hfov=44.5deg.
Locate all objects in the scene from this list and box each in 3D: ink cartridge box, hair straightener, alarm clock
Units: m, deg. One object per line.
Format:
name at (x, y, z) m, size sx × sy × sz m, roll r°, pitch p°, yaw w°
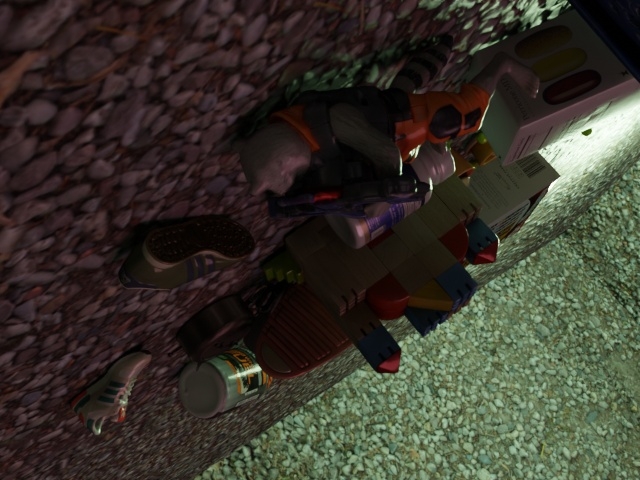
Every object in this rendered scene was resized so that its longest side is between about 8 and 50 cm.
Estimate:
ink cartridge box at (0.334, -0.055, 1.700) m, size 0.272 × 0.130 × 0.309 m, roll -33°, pitch 164°, yaw -12°
hair straightener at (-0.093, 0.124, 1.400) m, size 0.089 × 0.047 × 0.230 m, roll -23°, pitch 153°, yaw -44°
alarm clock at (-0.159, 0.140, 1.316) m, size 0.192 × 0.064 × 0.129 m, roll -44°, pitch 163°, yaw 12°

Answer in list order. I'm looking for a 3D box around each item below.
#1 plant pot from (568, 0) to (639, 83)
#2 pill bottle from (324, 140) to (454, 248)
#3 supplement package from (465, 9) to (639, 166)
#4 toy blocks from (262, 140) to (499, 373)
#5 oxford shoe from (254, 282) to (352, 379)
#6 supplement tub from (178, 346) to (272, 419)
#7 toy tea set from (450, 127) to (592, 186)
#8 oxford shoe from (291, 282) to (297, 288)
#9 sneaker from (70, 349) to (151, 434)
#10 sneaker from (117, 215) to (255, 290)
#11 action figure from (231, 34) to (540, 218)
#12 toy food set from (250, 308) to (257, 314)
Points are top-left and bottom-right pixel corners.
plant pot at (0.449, -0.338, 0.962) m, size 0.236 × 0.236 × 0.212 m, roll -36°, pitch 170°, yaw -6°
pill bottle at (0.096, -0.082, 1.134) m, size 0.186 × 0.112 × 0.112 m, roll -34°, pitch 164°, yaw -13°
supplement package at (0.351, -0.233, 1.136) m, size 0.244 × 0.139 × 0.134 m, roll -25°, pitch 163°, yaw -6°
toy blocks at (0.137, 0.031, 1.249) m, size 0.381 × 0.261 × 0.191 m, roll -35°, pitch 161°, yaw -13°
oxford shoe at (0.018, 0.118, 1.401) m, size 0.397 × 0.140 × 0.146 m, roll -40°, pitch 177°, yaw -35°
supplement tub at (-0.181, 0.276, 1.547) m, size 0.117 × 0.117 × 0.190 m, roll -44°, pitch 164°, yaw 23°
toy tea set at (0.348, -0.175, 1.366) m, size 0.336 × 0.124 × 0.200 m, roll -40°, pitch 167°, yaw 22°
oxford shoe at (0.000, 0.114, 1.547) m, size 0.227 × 0.083 × 0.096 m, roll -24°, pitch 164°, yaw -36°
sneaker at (-0.315, 0.240, 1.227) m, size 0.161 × 0.075 × 0.057 m, roll -39°, pitch 164°, yaw 9°
sneaker at (-0.168, 0.020, 0.957) m, size 0.086 × 0.064 × 0.192 m, roll -37°, pitch 166°, yaw 28°
action figure at (0.039, -0.123, 0.925) m, size 0.330 × 0.178 × 0.341 m, roll -20°, pitch -173°, yaw -32°
toy food set at (-0.132, 0.155, 1.487) m, size 0.078 × 0.019 × 0.122 m, roll -46°, pitch 162°, yaw 29°
